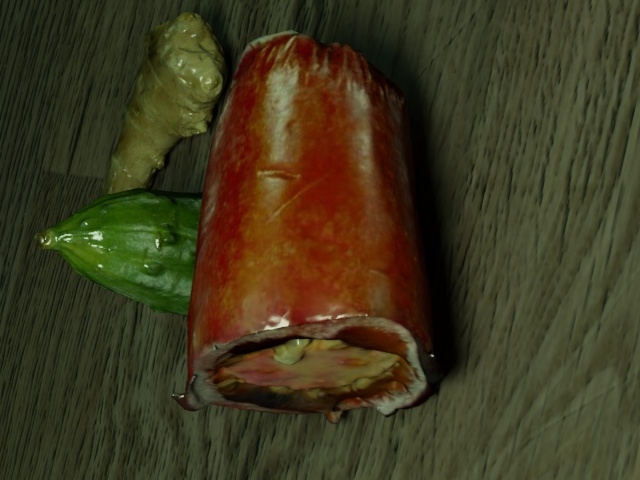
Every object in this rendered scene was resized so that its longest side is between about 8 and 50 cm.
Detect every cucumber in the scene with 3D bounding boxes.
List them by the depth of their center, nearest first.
[{"bbox_3d":[-0.159,0.010,1.683,0.134,0.244,0.134,-15,71,53],"label":"cucumber"}]

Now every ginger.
[{"bbox_3d":[-0.176,-0.112,1.879,0.131,0.086,0.295,47,123,38],"label":"ginger"}]

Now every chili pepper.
[{"bbox_3d":[0.000,0.000,1.545,0.251,0.229,0.305,94,-178,-58],"label":"chili pepper"}]
